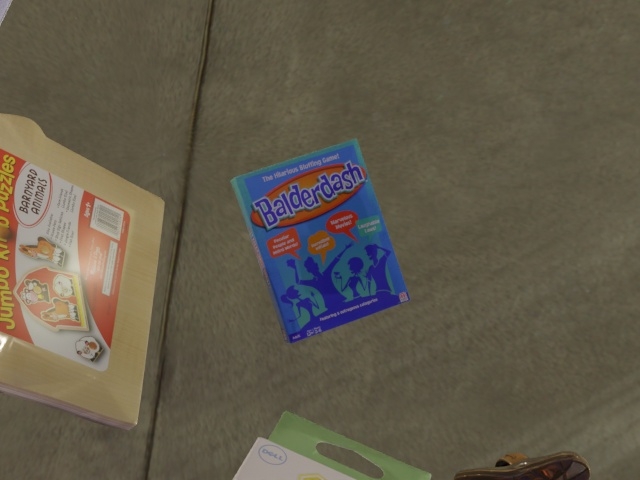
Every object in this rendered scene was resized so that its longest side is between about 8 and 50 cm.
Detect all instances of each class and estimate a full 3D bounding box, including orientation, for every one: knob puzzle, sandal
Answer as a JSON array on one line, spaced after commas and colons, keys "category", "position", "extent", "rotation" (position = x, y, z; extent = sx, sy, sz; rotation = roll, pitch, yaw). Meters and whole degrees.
[{"category": "knob puzzle", "position": [-0.181, 0.004, 0.524], "extent": [0.213, 0.213, 0.030], "rotation": [43, 125, -10]}, {"category": "sandal", "position": [0.252, 0.289, 1.202], "extent": [0.180, 0.049, 0.072], "rotation": [-24, 117, 33]}]

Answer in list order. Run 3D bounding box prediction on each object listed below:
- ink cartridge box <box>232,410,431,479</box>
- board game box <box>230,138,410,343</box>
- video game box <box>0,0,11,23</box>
[{"category": "ink cartridge box", "position": [0.013, 0.231, 0.875], "extent": [0.171, 0.235, 0.056], "rotation": [23, 118, 7]}, {"category": "board game box", "position": [0.000, 0.000, 1.171], "extent": [0.160, 0.047, 0.210], "rotation": [-20, 91, -12]}, {"category": "video game box", "position": [-0.394, -0.369, 1.228], "extent": [0.048, 0.205, 0.187], "rotation": [28, 100, -26]}]
